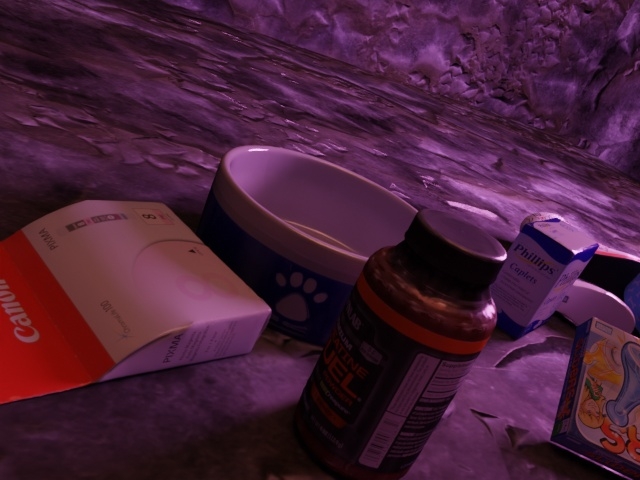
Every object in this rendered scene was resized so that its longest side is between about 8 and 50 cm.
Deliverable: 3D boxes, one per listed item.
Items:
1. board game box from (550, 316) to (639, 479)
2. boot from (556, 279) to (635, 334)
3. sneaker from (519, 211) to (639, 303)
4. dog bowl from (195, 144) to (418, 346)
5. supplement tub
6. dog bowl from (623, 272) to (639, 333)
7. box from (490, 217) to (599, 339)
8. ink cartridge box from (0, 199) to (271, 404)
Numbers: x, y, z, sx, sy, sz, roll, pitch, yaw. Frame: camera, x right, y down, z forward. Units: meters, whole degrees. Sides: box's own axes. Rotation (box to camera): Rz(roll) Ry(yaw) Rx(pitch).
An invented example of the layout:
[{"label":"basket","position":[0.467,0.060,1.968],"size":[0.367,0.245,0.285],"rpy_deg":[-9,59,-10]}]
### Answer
[{"label":"board game box","position":[0.346,0.182,0.670],"size":[0.201,0.035,0.136],"rpy_deg":[25,61,2]},{"label":"boot","position":[0.373,0.075,0.989],"size":[0.190,0.069,0.086],"rpy_deg":[27,25,11]},{"label":"sneaker","position":[0.483,0.030,1.179],"size":[0.270,0.090,0.145],"rpy_deg":[20,25,-5]},{"label":"dog bowl","position":[0.000,0.000,0.731],"size":[0.264,0.104,0.265],"rpy_deg":[20,22,-9]},{"label":"supplement tub","position":[0.061,0.077,0.496],"size":[0.106,0.198,0.106],"rpy_deg":[21,21,-9]},{"label":"dog bowl","position":[0.597,0.121,1.047],"size":[0.297,0.074,0.166],"rpy_deg":[12,50,-30]},{"label":"box","position":[0.287,0.047,0.874],"size":[0.072,0.137,0.126],"rpy_deg":[37,25,27]},{"label":"ink cartridge box","position":[-0.183,0.033,0.538],"size":[0.232,0.066,0.189],"rpy_deg":[3,30,-50]}]
